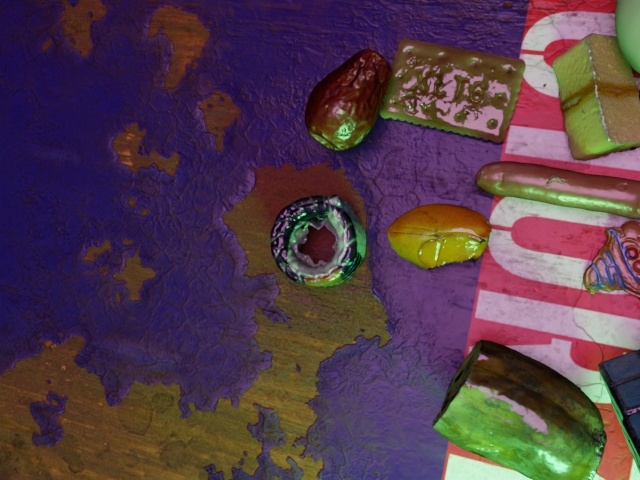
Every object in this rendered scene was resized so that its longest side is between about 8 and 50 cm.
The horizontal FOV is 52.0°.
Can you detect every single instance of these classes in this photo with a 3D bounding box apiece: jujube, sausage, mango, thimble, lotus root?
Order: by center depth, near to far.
[{"bbox_3d":[0.444,0.387,1.428,0.346,0.250,0.250,27,94,16],"label":"lotus root"},{"bbox_3d":[0.567,-0.119,1.501,0.419,0.094,0.094,12,51,17],"label":"sausage"},{"bbox_3d":[0.281,-0.011,1.558,0.252,0.126,0.153,3,98,22],"label":"mango"},{"bbox_3d":[0.073,-0.345,1.609,0.190,0.190,0.255,39,85,14],"label":"jujube"},{"bbox_3d":[0.000,0.000,1.622,0.238,0.150,0.237,-2,84,16],"label":"thimble"}]

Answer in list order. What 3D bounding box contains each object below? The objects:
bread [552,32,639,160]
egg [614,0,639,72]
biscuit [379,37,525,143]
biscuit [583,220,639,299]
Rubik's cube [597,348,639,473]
[{"bbox_3d":[0.633,-0.326,1.494,0.178,0.142,0.265,-16,80,29],"label":"bread"},{"bbox_3d":[0.773,-0.508,1.378,0.283,0.283,0.344,28,106,15],"label":"egg"},{"bbox_3d":[0.320,-0.373,1.614,0.325,0.044,0.217,17,92,16],"label":"biscuit"},{"bbox_3d":[0.725,0.036,1.480,0.280,0.043,0.183,-32,82,14],"label":"biscuit"},{"bbox_3d":[0.778,0.389,1.226,0.345,0.337,0.343,-26,109,14],"label":"Rubik's cube"}]
